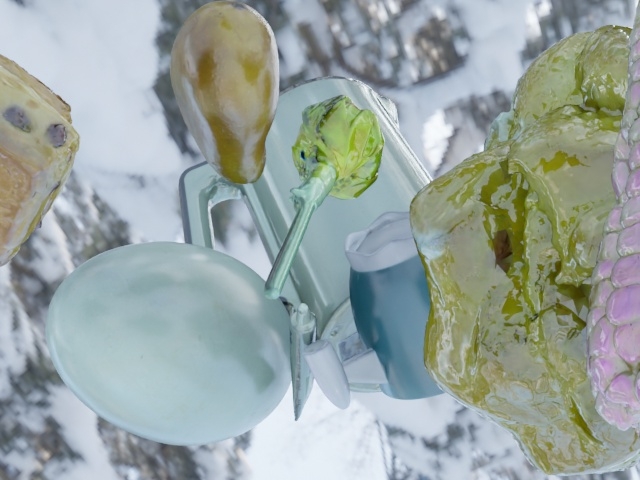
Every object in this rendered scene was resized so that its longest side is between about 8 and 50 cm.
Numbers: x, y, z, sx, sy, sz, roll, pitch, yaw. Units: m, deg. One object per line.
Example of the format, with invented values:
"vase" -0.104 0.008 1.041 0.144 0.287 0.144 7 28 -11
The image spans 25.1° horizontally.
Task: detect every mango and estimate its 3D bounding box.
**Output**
"mango" -0.095 -0.147 1.463 0.099 0.227 0.136 -28 -123 -20

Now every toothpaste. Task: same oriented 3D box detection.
"toothpaste" -0.018 0.129 1.566 0.029 0.197 0.048 17 -126 13

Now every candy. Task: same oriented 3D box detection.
"candy" -0.004 -0.023 0.818 0.058 0.062 0.194 -21 -157 25

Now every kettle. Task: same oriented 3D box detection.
"kettle" 0.000 0.000 1.895 0.361 0.250 0.377 -23 -128 -4

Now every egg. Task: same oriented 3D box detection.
"egg" -0.166 0.114 1.635 0.230 0.371 0.230 -8 -107 27

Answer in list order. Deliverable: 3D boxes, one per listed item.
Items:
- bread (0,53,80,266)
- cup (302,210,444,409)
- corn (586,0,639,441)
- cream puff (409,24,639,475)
"bread" -0.326 -0.091 1.294 0.210 0.235 0.099 34 -129 -4
"cup" 0.106 0.060 1.560 0.299 0.173 0.167 -31 -161 -24
"corn" 0.198 -0.055 0.707 0.126 0.126 0.335 0 -113 22
"cream puff" 0.249 0.013 1.064 0.378 0.378 0.275 -36 -164 -9
